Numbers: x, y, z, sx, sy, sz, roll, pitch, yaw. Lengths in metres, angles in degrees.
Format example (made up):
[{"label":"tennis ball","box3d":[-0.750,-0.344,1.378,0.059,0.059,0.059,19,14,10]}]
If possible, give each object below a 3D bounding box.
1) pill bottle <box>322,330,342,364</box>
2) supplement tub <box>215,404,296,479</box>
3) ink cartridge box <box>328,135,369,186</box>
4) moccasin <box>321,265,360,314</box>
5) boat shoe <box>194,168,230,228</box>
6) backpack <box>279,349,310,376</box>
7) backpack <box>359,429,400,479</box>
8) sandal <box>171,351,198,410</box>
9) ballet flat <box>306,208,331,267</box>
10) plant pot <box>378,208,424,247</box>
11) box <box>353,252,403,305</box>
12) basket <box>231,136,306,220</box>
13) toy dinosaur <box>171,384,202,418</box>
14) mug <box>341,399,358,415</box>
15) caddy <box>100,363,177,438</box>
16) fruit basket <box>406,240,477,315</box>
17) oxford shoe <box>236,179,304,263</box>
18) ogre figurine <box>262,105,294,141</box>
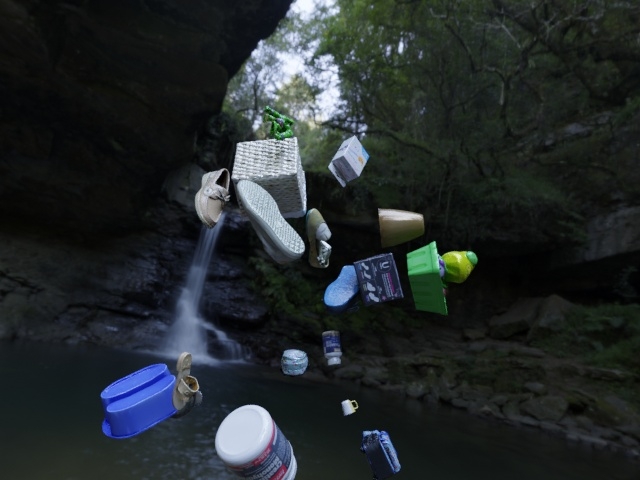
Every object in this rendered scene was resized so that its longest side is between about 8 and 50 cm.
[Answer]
[{"label":"pill bottle","box3d":[0.045,0.403,1.572,0.067,0.120,0.067,-6,-21,-2]},{"label":"supplement tub","box3d":[-0.202,0.686,1.359,0.191,0.191,0.272,2,-50,33]},{"label":"ink cartridge box","box3d":[0.109,-0.296,1.571,0.061,0.181,0.104,-19,-59,40]},{"label":"moccasin","box3d":[0.108,0.211,1.634,0.137,0.117,0.342,8,22,20]},{"label":"boat shoe","box3d":[-0.455,-0.194,1.808,0.110,0.341,0.122,-23,-44,15]},{"label":"backpack","box3d":[-0.132,0.597,2.049,0.151,0.115,0.182,-7,0,-1]},{"label":"backpack","box3d":[0.227,0.818,1.633,0.116,0.158,0.173,-25,-4,2]},{"label":"sandal","box3d":[-0.498,0.545,1.581,0.079,0.240,0.088,11,11,21]},{"label":"ballet flat","box3d":[0.000,0.000,2.088,0.123,0.123,0.349,7,-52,10]},{"label":"plant pot","box3d":[0.480,-0.080,2.485,0.254,0.237,0.237,-5,-14,10]},{"label":"box","box3d":[0.213,0.138,1.542,0.142,0.164,0.247,-15,-3,8]},{"label":"basket","box3d":[-0.243,-0.304,2.062,0.331,0.328,0.267,-4,-43,1]},{"label":"toy dinosaur","box3d":[-0.668,0.788,2.045,0.120,0.160,0.313,-12,10,13]},{"label":"mug","box3d":[0.143,0.850,2.143,0.078,0.064,0.062,0,-29,-45]},{"label":"caddy","box3d":[-0.741,0.680,1.760,0.341,0.179,0.241,-21,24,-33]},{"label":"fruit basket","box3d":[0.671,0.189,2.264,0.391,0.283,0.392,4,-48,5]},{"label":"oxford shoe","box3d":[-0.236,-0.076,1.792,0.169,0.449,0.130,-16,-27,-47]},{"label":"ogre figurine","box3d":[-0.191,-0.538,1.964,0.118,0.097,0.197,4,35,-42]}]
